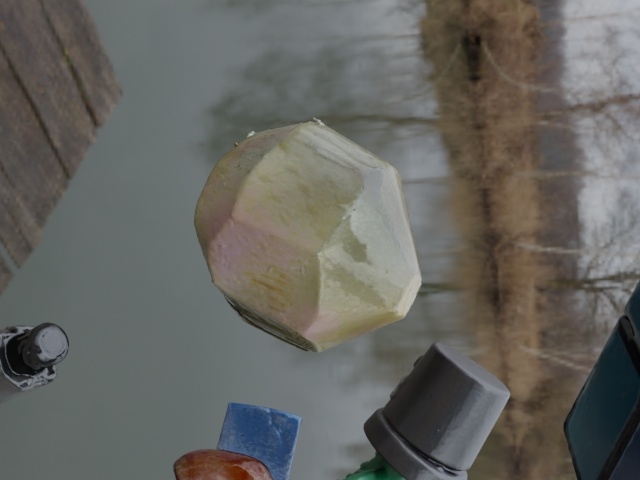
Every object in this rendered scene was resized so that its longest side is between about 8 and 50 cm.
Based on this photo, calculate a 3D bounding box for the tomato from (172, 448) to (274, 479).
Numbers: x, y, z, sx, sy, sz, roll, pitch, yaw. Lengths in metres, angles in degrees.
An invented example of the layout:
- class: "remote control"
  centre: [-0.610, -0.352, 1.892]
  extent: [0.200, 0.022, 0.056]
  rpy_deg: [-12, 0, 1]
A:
- class: "tomato"
  centre: [-0.129, 0.416, 1.413]
  extent: [0.233, 0.140, 0.200]
  rpy_deg: [56, -9, 30]

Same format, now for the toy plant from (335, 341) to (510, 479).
- class: "toy plant"
  centre: [0.136, 0.365, 1.470]
  extent: [0.400, 0.185, 0.279]
  rpy_deg: [-56, 174, 7]

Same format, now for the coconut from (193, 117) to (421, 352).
- class: "coconut"
  centre: [0.000, 0.000, 1.373]
  extent: [0.352, 0.353, 0.352]
  rpy_deg: [-2, 90, -75]

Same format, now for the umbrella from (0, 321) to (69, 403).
- class: "umbrella"
  centre: [-0.359, 0.143, 0.955]
  extent: [0.067, 0.337, 0.073]
  rpy_deg: [-22, 90, -46]

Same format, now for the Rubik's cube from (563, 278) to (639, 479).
- class: "Rubik's cube"
  centre: [0.428, 0.176, 0.780]
  extent: [0.316, 0.313, 0.318]
  rpy_deg: [-74, -176, -68]

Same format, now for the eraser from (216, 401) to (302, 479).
- class: "eraser"
  centre: [-0.131, 0.448, 1.619]
  extent: [0.042, 0.144, 0.312]
  rpy_deg: [96, 6, -63]
